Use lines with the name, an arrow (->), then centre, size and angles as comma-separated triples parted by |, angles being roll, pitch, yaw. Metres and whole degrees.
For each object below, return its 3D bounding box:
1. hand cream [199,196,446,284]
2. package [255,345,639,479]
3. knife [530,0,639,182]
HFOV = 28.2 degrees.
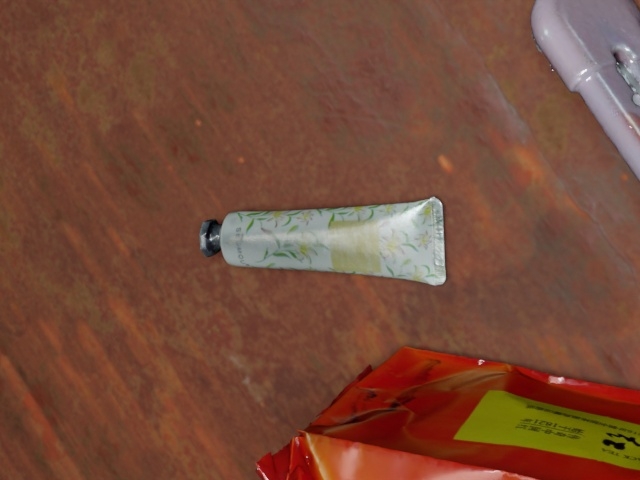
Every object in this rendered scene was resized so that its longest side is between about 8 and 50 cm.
hand cream -> 0.000, 0.000, 0.972 | 0.194, 0.042, 0.067 | 1, 99, 22
package -> 0.183, 0.173, 0.828 | 0.423, 0.196, 0.123 | 7, 109, 23
knife -> 0.244, -0.015, 0.773 | 0.399, 0.132, 0.038 | 60, 143, 21
